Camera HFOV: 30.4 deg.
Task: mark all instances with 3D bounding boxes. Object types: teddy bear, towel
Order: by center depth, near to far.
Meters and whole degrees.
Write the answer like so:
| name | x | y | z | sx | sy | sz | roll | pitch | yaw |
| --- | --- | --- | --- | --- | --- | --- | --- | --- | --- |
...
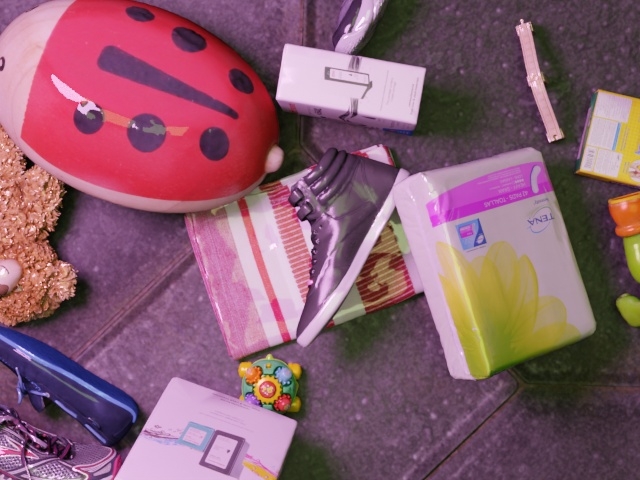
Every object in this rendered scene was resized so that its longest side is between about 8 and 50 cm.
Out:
| name | x | y | z | sx | sy | sz | roll | pitch | yaw |
| --- | --- | --- | --- | --- | --- | --- | --- | --- | --- |
| teddy bear | -0.483 | -0.041 | 1.731 | 0.245 | 0.113 | 0.338 | -3 | 87 | 3 |
| towel | -0.016 | 0.015 | 1.756 | 0.329 | 0.037 | 0.237 | -19 | 88 | 0 |

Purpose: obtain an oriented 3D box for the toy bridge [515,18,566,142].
| name | x | y | z | sx | sy | sz | roll | pitch | yaw |
| --- | --- | --- | --- | --- | --- | --- | --- | --- | --- |
| toy bridge | 0.323 | -0.238 | 1.745 | 0.026 | 0.063 | 0.188 | -16 | 87 | 19 |

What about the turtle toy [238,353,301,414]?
| name | x | y | z | sx | sy | sz | roll | pitch | yaw |
| --- | --- | --- | --- | --- | --- | --- | --- | --- | --- |
| turtle toy | -0.076 | 0.232 | 1.731 | 0.095 | 0.066 | 0.130 | 0 | 87 | 1 |

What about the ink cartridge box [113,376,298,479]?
| name | x | y | z | sx | sy | sz | roll | pitch | yaw |
| --- | --- | --- | --- | --- | --- | --- | --- | --- | --- |
| ink cartridge box | -0.171 | 0.358 | 1.598 | 0.197 | 0.270 | 0.198 | 19 | 114 | 2 |

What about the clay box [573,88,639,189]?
| name | x | y | z | sx | sy | sz | roll | pitch | yaw |
| --- | --- | --- | --- | --- | --- | --- | --- | --- | --- |
| clay box | 0.500 | -0.135 | 1.743 | 0.222 | 0.053 | 0.127 | 14 | 88 | 1 |

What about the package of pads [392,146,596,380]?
| name | x | y | z | sx | sy | sz | roll | pitch | yaw |
| --- | --- | --- | --- | --- | --- | --- | --- | --- | --- |
| package of pads | 0.252 | 0.029 | 1.674 | 0.229 | 0.101 | 0.296 | -15 | 87 | -32 |

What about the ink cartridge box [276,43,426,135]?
| name | x | y | z | sx | sy | sz | roll | pitch | yaw |
| --- | --- | --- | --- | --- | --- | --- | --- | --- | --- |
| ink cartridge box | 0.044 | -0.217 | 1.709 | 0.203 | 0.148 | 0.086 | 10 | 89 | 3 |

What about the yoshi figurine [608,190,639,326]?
| name | x | y | z | sx | sy | sz | roll | pitch | yaw |
| --- | --- | --- | --- | --- | --- | --- | --- | --- | --- |
| yoshi figurine | 0.547 | 0.087 | 1.684 | 0.203 | 0.203 | 0.362 | -17 | 86 | -22 |

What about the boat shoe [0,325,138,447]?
| name | x | y | z | sx | sy | sz | roll | pitch | yaw |
| --- | --- | --- | --- | --- | --- | --- | --- | --- | --- |
| boat shoe | -0.394 | 0.217 | 1.720 | 0.258 | 0.109 | 0.089 | 32 | 95 | 4 |

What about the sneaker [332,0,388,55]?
| name | x | y | z | sx | sy | sz | roll | pitch | yaw |
| --- | --- | --- | --- | --- | --- | --- | --- | --- | --- |
| sneaker | 0.040 | -0.408 | 1.745 | 0.153 | 0.101 | 0.268 | 23 | 82 | 3 |

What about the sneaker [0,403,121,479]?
| name | x | y | z | sx | sy | sz | roll | pitch | yaw |
| --- | --- | --- | --- | --- | --- | --- | --- | --- | --- |
| sneaker | -0.435 | 0.299 | 1.697 | 0.299 | 0.121 | 0.112 | 9 | 104 | 2 |

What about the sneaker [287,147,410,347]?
| name | x | y | z | sx | sy | sz | roll | pitch | yaw |
| --- | --- | --- | --- | --- | --- | --- | --- | --- | --- |
| sneaker | 0.000 | 0.000 | 1.693 | 0.147 | 0.104 | 0.296 | 28 | 83 | 1 |

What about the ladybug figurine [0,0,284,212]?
| name | x | y | z | sx | sy | sz | roll | pitch | yaw |
| --- | --- | --- | --- | --- | --- | --- | --- | --- | --- |
| ladybug figurine | -0.258 | -0.207 | 1.679 | 0.449 | 0.162 | 0.305 | 19 | 70 | -3 |
